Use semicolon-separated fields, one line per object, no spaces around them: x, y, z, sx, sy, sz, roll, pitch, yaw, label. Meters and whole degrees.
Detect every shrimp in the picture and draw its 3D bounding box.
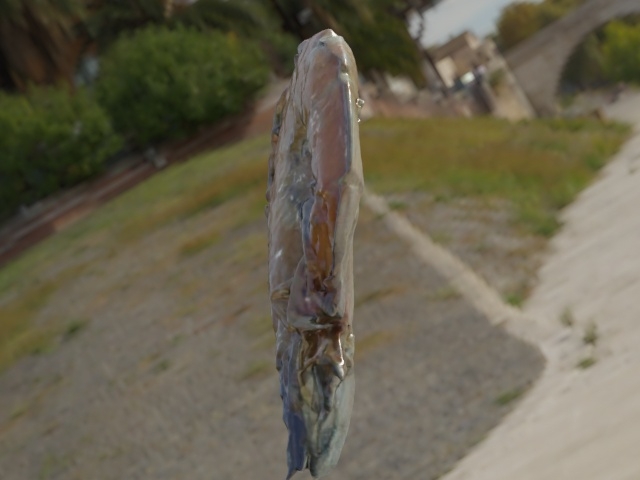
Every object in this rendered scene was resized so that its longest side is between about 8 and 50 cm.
0.000;0.000;1.075;0.062;0.317;0.164;4;-26;-10;shrimp
